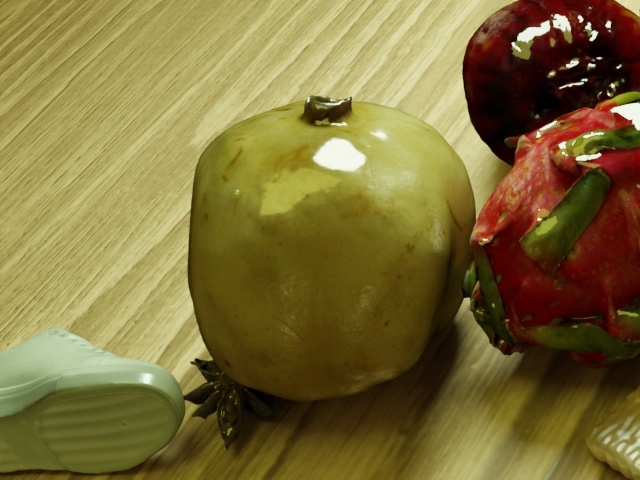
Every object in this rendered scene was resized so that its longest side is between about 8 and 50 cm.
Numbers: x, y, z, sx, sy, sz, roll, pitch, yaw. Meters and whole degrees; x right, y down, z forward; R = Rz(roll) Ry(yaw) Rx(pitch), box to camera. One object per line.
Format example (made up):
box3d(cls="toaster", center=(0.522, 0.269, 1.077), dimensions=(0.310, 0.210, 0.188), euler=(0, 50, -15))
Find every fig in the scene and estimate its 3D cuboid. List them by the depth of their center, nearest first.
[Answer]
box3d(cls="fig", center=(0.272, -0.183, 1.470), dimensions=(0.224, 0.224, 0.263), euler=(-29, 35, -3))

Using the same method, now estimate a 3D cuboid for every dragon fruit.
box3d(cls="dragon fruit", center=(0.273, -0.006, 1.210), dimensions=(0.303, 0.237, 0.231), euler=(-39, 9, 2))

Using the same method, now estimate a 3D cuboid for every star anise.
box3d(cls="star anise", center=(-0.094, 0.173, 1.370), dimensions=(0.124, 0.056, 0.129), euler=(-1, 40, 3))

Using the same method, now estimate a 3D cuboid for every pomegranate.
box3d(cls="pomegranate", center=(0.000, 0.000, 1.313), dimensions=(0.332, 0.332, 0.332), euler=(-18, 34, 13))

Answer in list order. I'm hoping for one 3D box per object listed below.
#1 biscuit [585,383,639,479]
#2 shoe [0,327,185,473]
box3d(cls="biscuit", center=(0.369, 0.138, 1.116), dimensions=(0.250, 0.030, 0.160), euler=(-38, 35, -17))
box3d(cls="shoe", center=(-0.281, 0.168, 1.448), dimensions=(0.363, 0.132, 0.160), euler=(-13, 34, 31))
